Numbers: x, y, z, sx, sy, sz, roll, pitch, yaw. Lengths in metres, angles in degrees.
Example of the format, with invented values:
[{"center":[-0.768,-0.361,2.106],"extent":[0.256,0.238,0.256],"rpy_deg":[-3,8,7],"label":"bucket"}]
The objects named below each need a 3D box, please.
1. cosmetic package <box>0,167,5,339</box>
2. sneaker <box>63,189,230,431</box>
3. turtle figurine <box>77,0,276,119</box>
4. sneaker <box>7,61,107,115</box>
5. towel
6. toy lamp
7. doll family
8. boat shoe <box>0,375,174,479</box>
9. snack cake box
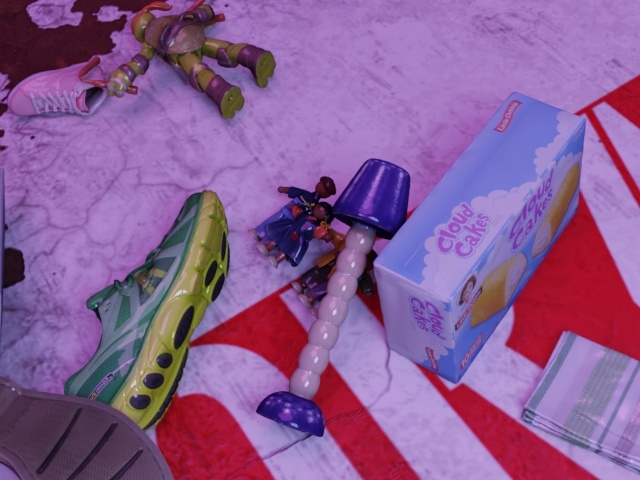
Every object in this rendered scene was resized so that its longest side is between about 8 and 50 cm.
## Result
[{"center":[-0.523,0.014,1.001],"extent":[0.377,0.097,0.284],"rpy_deg":[1,27,-19],"label":"cosmetic package"},{"center":[-0.181,0.057,1.033],"extent":[0.123,0.109,0.295],"rpy_deg":[13,56,14],"label":"sneaker"},{"center":[-0.170,-0.261,1.287],"extent":[0.217,0.087,0.269],"rpy_deg":[30,50,20],"label":"turtle figurine"},{"center":[-0.345,-0.191,1.289],"extent":[0.134,0.051,0.070],"rpy_deg":[-23,47,-13],"label":"sneaker"},{"center":[0.283,0.155,0.931],"extent":[0.152,0.023,0.113],"rpy_deg":[22,60,24],"label":"towel"},{"center":[0.020,0.053,0.957],"extent":[0.080,0.080,0.275],"rpy_deg":[17,83,21],"label":"toy lamp"},{"center":[0.000,0.000,1.060],"extent":[0.111,0.076,0.193],"rpy_deg":[-42,66,2],"label":"doll family"},{"center":[-0.260,0.213,0.929],"extent":[0.302,0.103,0.113],"rpy_deg":[20,45,24],"label":"boat shoe"},{"center":[0.168,-0.006,0.993],"extent":[0.089,0.152,0.264],"rpy_deg":[27,62,26],"label":"snack cake box"}]
